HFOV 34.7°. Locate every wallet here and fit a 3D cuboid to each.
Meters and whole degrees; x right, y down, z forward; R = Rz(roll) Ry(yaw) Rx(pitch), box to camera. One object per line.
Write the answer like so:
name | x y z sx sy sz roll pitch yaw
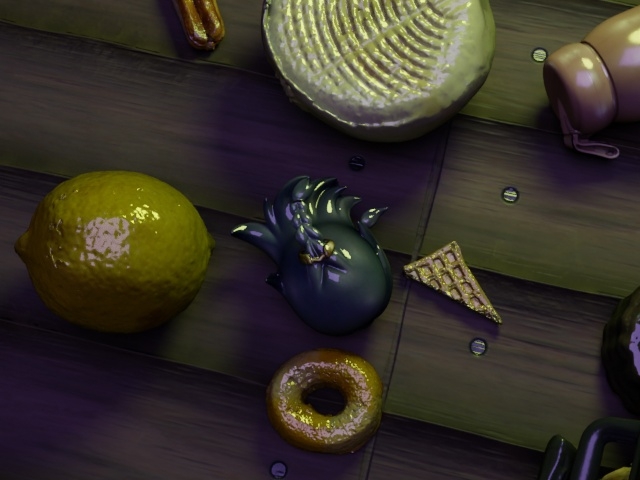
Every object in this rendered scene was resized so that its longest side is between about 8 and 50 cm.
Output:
wallet | 0.297 0.391 1.397 0.052 0.168 0.245 18 77 19

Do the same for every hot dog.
hot dog | -0.210 -0.396 1.736 0.071 0.045 0.165 -20 73 -4

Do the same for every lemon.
lemon | -0.300 0.016 1.514 0.267 0.267 0.267 -1 73 4

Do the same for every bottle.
bottle | 0.501 -0.257 1.580 0.297 0.173 0.206 -23 107 -3

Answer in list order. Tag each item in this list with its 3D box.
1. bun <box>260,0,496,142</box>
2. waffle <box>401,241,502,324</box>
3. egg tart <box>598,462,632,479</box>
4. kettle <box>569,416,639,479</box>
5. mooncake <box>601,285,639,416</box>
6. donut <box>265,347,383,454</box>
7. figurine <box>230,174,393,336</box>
bun | 0.094 -0.323 1.609 0.364 0.202 0.364 -1 80 6
waffle | 0.202 0.085 1.570 0.097 0.023 0.152 -29 74 -3
egg tart | 0.473 0.462 1.378 0.345 0.132 0.345 -1 73 3
kettle | 0.448 0.325 1.259 0.262 0.203 0.308 19 77 9
mooncake | 0.527 0.157 1.471 0.228 0.124 0.228 -1 73 3
donut | 0.004 0.235 1.519 0.178 0.065 0.162 -2 74 3
figurine | -0.001 0.015 1.539 0.265 0.197 0.175 49 118 13
